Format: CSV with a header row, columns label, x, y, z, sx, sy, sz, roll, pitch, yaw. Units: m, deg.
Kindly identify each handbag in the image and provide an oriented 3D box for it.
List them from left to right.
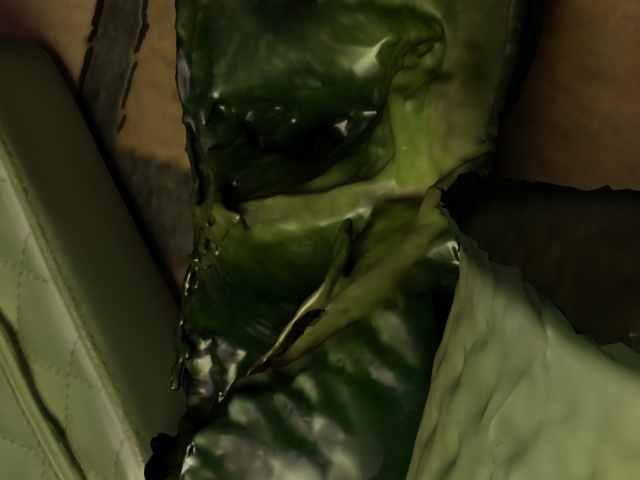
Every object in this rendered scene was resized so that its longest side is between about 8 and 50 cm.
label,x,y,z,sx,sy,sz,roll,pitch,yaw
handbag,-0.161,0.056,0.674,0.219,0.079,0.256,-38,73,30

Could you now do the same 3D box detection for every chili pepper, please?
label,x,y,z,sx,sy,sz,roll,pitch,yaw
chili pepper,0.002,0.006,0.543,0.148,0.116,0.264,-1,68,22

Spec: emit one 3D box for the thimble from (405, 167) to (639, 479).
label,x,y,z,sx,sy,sz,roll,pitch,yaw
thimble,0.141,0.090,0.393,0.271,0.271,0.150,20,105,28
